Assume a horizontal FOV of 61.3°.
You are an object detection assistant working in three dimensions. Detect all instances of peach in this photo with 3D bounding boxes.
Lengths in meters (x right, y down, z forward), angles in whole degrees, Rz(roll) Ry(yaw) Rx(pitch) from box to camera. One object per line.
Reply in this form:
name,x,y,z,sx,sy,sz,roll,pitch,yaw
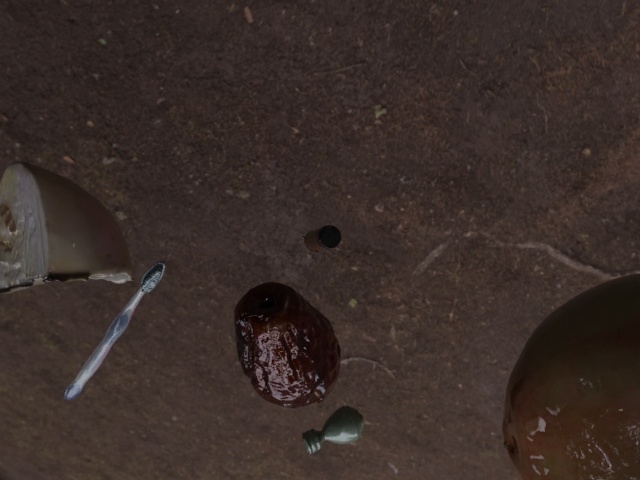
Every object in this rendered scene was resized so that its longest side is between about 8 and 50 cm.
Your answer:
peach,0.336,0.183,0.550,0.292,0.247,0.292,0,98,1

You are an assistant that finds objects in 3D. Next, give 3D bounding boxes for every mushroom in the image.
mushroom,-0.369,-0.016,0.786,0.236,0.173,0.162,-11,171,40

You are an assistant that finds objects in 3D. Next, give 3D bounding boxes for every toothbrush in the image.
toothbrush,-0.277,0.126,0.713,0.021,0.027,0.269,35,110,-13

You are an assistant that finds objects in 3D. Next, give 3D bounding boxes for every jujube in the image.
jujube,-0.061,0.204,1.027,0.197,0.197,0.290,0,135,20

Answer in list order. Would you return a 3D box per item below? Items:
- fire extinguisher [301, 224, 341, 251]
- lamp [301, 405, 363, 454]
fire extinguisher,0.000,0.000,1.179,0.062,0.050,0.177,25,170,-11
lamp,0.039,0.559,1.592,0.193,0.106,0.106,-19,134,-15
